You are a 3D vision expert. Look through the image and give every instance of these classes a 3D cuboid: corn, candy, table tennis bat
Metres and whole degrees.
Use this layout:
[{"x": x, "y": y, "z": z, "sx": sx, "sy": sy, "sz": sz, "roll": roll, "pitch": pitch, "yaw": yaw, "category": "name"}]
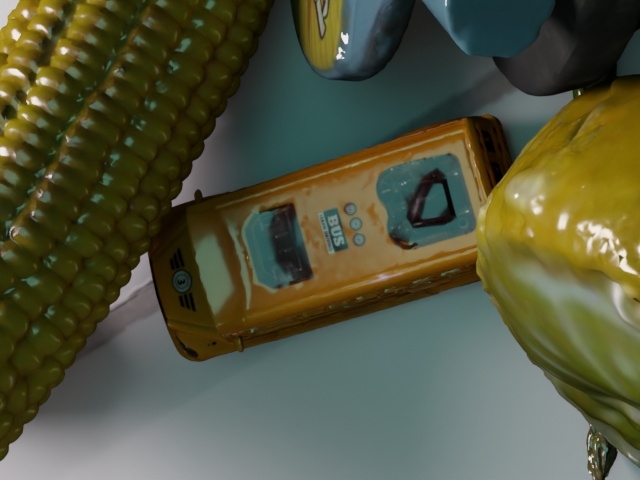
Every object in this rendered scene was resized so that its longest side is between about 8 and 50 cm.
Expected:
[{"x": -0.129, "y": -0.032, "z": 0.726, "sx": 0.120, "sy": 0.120, "sz": 0.363, "roll": 26, "pitch": 79, "yaw": 16, "category": "corn"}, {"x": 0.179, "y": 0.046, "z": 0.596, "sx": 0.260, "sy": 0.260, "sz": 0.118, "roll": 41, "pitch": 81, "yaw": 14, "category": "candy"}, {"x": 0.026, "y": -0.160, "z": 0.632, "sx": 0.044, "sy": 0.329, "sz": 0.215, "roll": 3, "pitch": 119, "yaw": -14, "category": "table tennis bat"}]

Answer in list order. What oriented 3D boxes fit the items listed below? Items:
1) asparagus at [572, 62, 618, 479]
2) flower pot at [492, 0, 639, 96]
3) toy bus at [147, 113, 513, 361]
[{"x": 0.136, "y": 0.002, "z": 0.729, "sx": 0.023, "sy": 0.022, "sz": 0.233, "roll": 1, "pitch": 86, "yaw": -27, "category": "asparagus"}, {"x": 0.171, "y": -0.247, "z": 0.582, "sx": 0.251, "sy": 0.379, "sz": 0.379, "roll": -8, "pitch": 87, "yaw": -5, "category": "flower pot"}, {"x": 0.000, "y": 0.000, "z": 0.735, "sx": 0.194, "sy": 0.088, "sz": 0.083, "roll": -17, "pitch": 85, "yaw": 16, "category": "toy bus"}]
